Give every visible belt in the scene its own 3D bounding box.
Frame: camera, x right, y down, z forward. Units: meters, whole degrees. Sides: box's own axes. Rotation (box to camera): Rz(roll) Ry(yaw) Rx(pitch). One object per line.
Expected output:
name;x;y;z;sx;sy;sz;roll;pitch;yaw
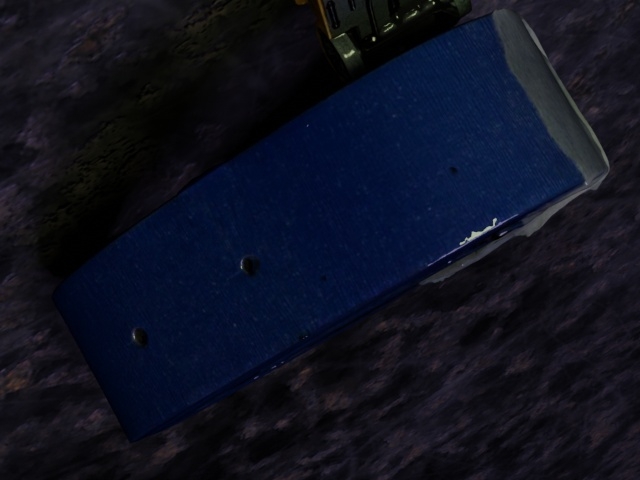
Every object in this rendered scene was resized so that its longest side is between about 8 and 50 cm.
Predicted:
belt;0.000;0.000;0.953;0.347;0.117;0.212;-33;173;29

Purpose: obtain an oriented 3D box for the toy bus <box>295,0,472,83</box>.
toy bus;0.018;-0.169;0.836;0.083;0.088;0.194;-30;151;-6
